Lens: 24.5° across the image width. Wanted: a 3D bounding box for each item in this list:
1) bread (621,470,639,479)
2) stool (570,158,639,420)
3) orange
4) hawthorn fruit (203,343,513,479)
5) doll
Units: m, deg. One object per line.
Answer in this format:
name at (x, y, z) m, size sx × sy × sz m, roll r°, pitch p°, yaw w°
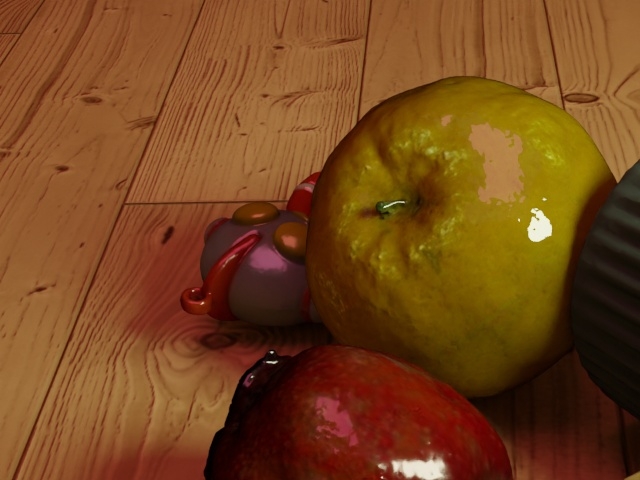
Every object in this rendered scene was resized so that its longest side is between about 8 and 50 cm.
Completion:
bread at (0.247, 0.242, 0.888) m, size 0.244 × 0.134 × 0.244 m, roll -23°, pitch 37°, yaw 19°
stool at (0.383, 0.074, 1.072) m, size 0.297 × 0.297 × 0.330 m, roll -20°, pitch 28°, yaw -27°
orange at (0.125, 0.001, 1.251) m, size 0.279 × 0.279 × 0.235 m, roll 23°, pitch -1°, yaw 39°
hawthorn fruit at (0.040, 0.178, 1.047) m, size 0.251 × 0.189 × 0.189 m, roll 26°, pitch 36°, yaw 12°
doll at (0.000, 0.000, 1.420) m, size 0.336 × 0.105 × 0.200 m, roll -24°, pitch 44°, yaw -34°
